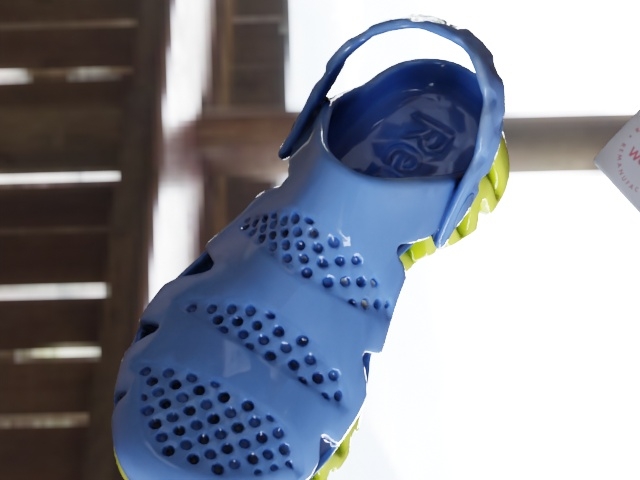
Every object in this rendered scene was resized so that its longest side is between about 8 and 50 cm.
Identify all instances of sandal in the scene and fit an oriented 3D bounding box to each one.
[{"bbox_3d":[0.000,0.000,0.934,0.317,0.126,0.138,-59,170,-32],"label":"sandal"}]

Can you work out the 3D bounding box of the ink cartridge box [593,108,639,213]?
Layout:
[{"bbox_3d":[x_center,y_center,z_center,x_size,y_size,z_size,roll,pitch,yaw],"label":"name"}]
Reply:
[{"bbox_3d":[0.162,-0.004,0.629,0.181,0.061,0.104,20,26,-53],"label":"ink cartridge box"}]
